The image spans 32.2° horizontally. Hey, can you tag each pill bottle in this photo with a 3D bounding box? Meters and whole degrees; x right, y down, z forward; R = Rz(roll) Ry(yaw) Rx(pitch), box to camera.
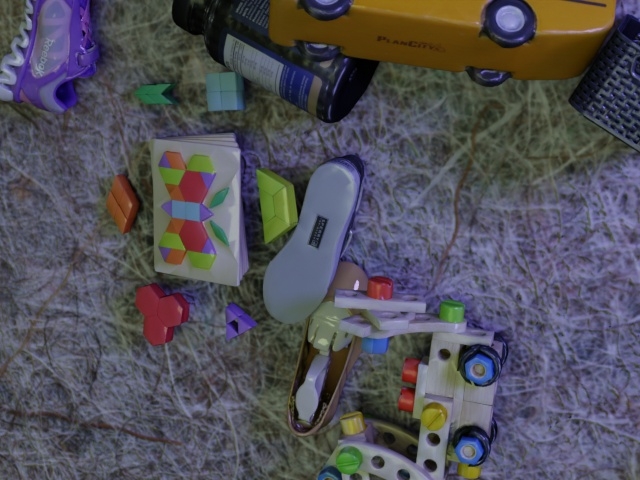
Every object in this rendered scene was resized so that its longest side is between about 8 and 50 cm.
[{"bbox_3d":[-0.050,-0.231,1.229,0.219,0.123,0.123,31,114,12],"label":"pill bottle"}]

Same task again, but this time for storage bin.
[{"bbox_3d":[0.326,-0.150,1.095,0.122,0.180,0.084,35,115,6],"label":"storage bin"}]

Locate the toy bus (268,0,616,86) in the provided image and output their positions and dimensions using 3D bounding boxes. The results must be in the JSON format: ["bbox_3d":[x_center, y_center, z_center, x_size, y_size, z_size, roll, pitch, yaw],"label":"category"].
[{"bbox_3d":[0.119,-0.243,1.110,0.332,0.108,0.130,8,73,-1],"label":"toy bus"}]

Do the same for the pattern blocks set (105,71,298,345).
[{"bbox_3d":[-0.151,-0.037,1.341,0.285,0.026,0.325,-9,94,35],"label":"pattern blocks set"}]

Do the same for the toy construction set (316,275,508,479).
[{"bbox_3d":[0.101,0.183,1.304,0.215,0.151,0.328,9,120,15],"label":"toy construction set"}]

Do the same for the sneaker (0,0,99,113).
[{"bbox_3d":[-0.308,-0.251,1.338,0.104,0.095,0.236,30,119,1],"label":"sneaker"}]

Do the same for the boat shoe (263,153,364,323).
[{"bbox_3d":[0.000,0.000,1.315,0.078,0.070,0.219,29,114,10],"label":"boat shoe"}]

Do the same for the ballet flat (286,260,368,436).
[{"bbox_3d":[0.009,0.140,1.354,0.080,0.073,0.232,18,111,14],"label":"ballet flat"}]
